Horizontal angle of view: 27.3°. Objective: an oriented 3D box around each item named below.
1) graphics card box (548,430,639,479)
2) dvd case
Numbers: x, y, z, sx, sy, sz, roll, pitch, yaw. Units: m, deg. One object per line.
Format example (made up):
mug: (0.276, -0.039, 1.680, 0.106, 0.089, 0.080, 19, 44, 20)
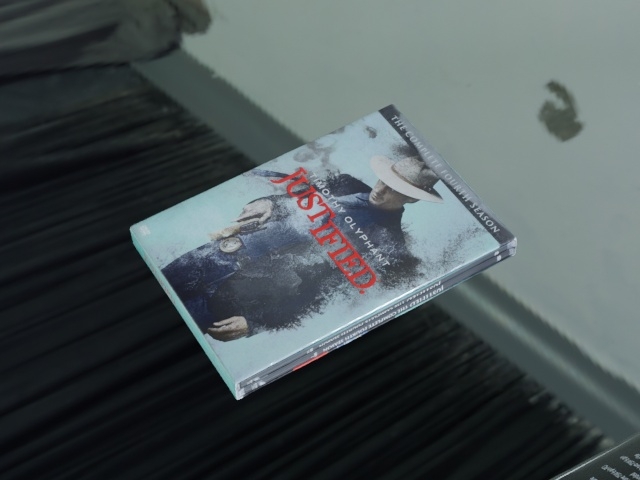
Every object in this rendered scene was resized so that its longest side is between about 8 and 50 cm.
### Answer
graphics card box: (0.245, 0.154, 0.548, 0.232, 0.371, 0.094, 67, 168, -15)
dvd case: (0.000, 0.000, 0.495, 0.087, 0.119, 0.013, 53, 159, 35)
